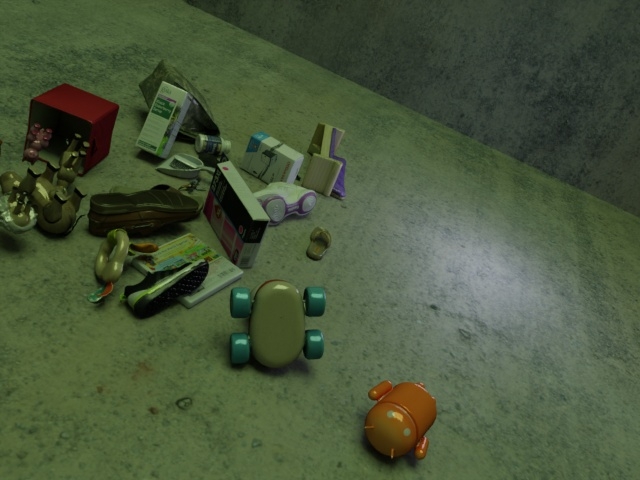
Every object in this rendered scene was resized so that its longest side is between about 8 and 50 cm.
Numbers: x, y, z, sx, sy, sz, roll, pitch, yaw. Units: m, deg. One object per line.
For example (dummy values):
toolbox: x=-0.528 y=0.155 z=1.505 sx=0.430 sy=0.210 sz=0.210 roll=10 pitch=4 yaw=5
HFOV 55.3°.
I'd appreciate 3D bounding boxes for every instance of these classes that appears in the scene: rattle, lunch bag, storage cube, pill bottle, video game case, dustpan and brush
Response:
rattle: x=-0.481 y=0.080 z=1.501 sx=0.143 sy=0.130 sz=0.199 roll=46 pitch=21 yaw=-48
lunch bag: x=-0.511 y=-0.496 z=2.274 sx=0.287 sy=0.169 sz=0.235 roll=39 pitch=11 yaw=-41
storage cube: x=-0.751 y=-0.340 z=1.857 sx=0.215 sy=0.183 sz=0.193 roll=21 pitch=29 yaw=-4
pill bottle: x=-0.393 y=-0.348 z=2.236 sx=0.120 sy=0.067 sz=0.067 roll=4 pitch=36 yaw=-31
video game case: x=-0.353 y=0.075 z=1.643 sx=0.206 sy=0.026 sz=0.227 roll=34 pitch=32 yaw=16
dustpan and brush: x=-0.427 y=-0.246 z=2.057 sx=0.211 sy=0.060 sz=0.147 roll=25 pitch=30 yaw=1

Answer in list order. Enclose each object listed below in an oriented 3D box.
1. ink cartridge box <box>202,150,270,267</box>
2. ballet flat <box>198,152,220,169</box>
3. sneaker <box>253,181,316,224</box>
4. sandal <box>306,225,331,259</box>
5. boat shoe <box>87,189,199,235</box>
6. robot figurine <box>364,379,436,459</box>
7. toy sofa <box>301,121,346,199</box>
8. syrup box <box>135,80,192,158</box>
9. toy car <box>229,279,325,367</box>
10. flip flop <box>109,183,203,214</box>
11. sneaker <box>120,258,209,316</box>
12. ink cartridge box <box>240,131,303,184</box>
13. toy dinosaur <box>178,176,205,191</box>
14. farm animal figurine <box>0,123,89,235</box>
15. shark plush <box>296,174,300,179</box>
ink cartridge box: x=-0.271 y=-0.101 z=1.825 sx=0.069 sy=0.175 sz=0.371 roll=1 pitch=37 yaw=-33
ballet flat: x=-0.369 y=-0.256 z=2.145 sx=0.173 sy=0.049 sz=0.057 roll=36 pitch=65 yaw=27
sneaker: x=-0.156 y=-0.131 z=2.050 sx=0.152 sy=0.114 sz=0.305 roll=27 pitch=23 yaw=33
sandal: x=0.000 y=0.000 z=1.983 sx=0.072 sy=0.049 sz=0.180 roll=24 pitch=30 yaw=-1
boat shoe: x=-0.494 y=-0.073 z=1.704 sx=0.307 sy=0.104 sz=0.111 roll=-2 pitch=30 yaw=-35
robot figurine: x=0.185 y=0.409 z=1.396 sx=0.128 sy=0.158 sz=0.219 roll=1 pitch=15 yaw=35
toy sofa: x=0.041 y=-0.321 z=2.418 sx=0.177 sy=0.150 sz=0.362 roll=19 pitch=30 yaw=-7
syrup box: x=-0.524 y=-0.402 z=2.049 sx=0.093 sy=0.236 sz=0.096 roll=24 pitch=3 yaw=-1
toy car: x=-0.122 y=0.187 z=1.523 sx=0.219 sy=0.210 sz=0.238 roll=0 pitch=8 yaw=-14
flip flop: x=-0.482 y=-0.129 z=1.816 sx=0.277 sy=0.080 sz=0.112 roll=10 pitch=33 yaw=-22
sneaker: x=-0.381 y=0.094 z=1.498 sx=0.097 sy=0.084 sz=0.235 roll=37 pitch=46 yaw=23
ink cartridge box: x=-0.176 y=-0.287 z=2.219 sx=0.191 sy=0.139 sz=0.082 roll=31 pitch=30 yaw=12
toy dinosaur: x=-0.417 y=-0.189 z=1.999 sx=0.090 sy=0.047 sz=0.082 roll=5 pitch=16 yaw=-12
farm animal figurine: x=-0.733 y=-0.140 z=1.592 sx=0.326 sy=0.172 sz=0.330 roll=52 pitch=30 yaw=19
shark plush: x=-0.141 y=-0.288 z=2.336 sx=0.161 sy=0.073 sz=0.067 roll=21 pitch=0 yaw=4
